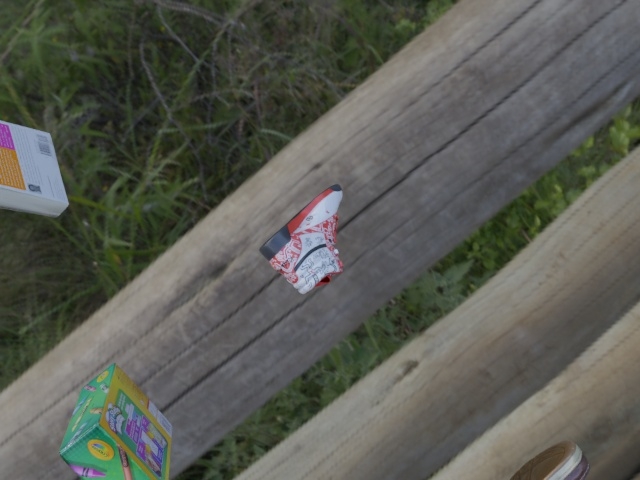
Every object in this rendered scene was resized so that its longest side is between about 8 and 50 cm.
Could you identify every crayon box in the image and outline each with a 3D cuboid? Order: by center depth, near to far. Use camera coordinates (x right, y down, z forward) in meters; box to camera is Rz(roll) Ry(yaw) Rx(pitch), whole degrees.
[{"bbox_3d":[-0.333,0.330,1.387,0.081,0.165,0.278,-38,14,0],"label":"crayon box"}]

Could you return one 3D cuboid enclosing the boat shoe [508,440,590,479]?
[{"bbox_3d":[0.294,0.442,1.201,0.123,0.123,0.342,35,103,6],"label":"boat shoe"}]

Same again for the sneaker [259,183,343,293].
[{"bbox_3d":[-0.001,0.001,1.684,0.145,0.270,0.090,48,133,-3],"label":"sneaker"}]

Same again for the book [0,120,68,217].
[{"bbox_3d":[-0.315,-0.079,0.784,0.035,0.144,0.096,-40,57,29],"label":"book"}]
